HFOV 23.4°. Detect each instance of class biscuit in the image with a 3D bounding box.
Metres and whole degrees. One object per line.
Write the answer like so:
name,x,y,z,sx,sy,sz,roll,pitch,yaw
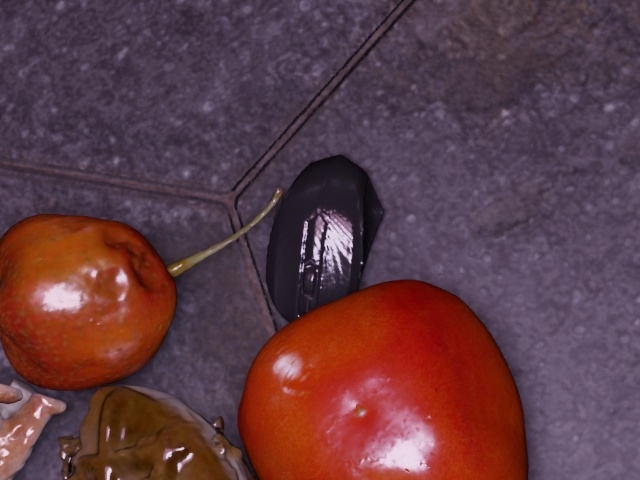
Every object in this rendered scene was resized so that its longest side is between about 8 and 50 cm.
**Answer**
biscuit,-0.164,0.316,1.298,0.268,0.115,0.366,31,95,31

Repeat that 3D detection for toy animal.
toy animal,-0.342,0.203,1.376,0.184,0.104,0.185,19,87,-31

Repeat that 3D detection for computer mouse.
computer mouse,0.000,0.000,1.422,0.099,0.057,0.172,8,79,14

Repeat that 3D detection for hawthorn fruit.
hawthorn fruit,-0.159,0.035,1.412,0.286,0.165,0.165,-16,73,-13

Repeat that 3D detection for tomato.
tomato,0.051,0.160,1.313,0.260,0.180,0.259,-5,69,13
